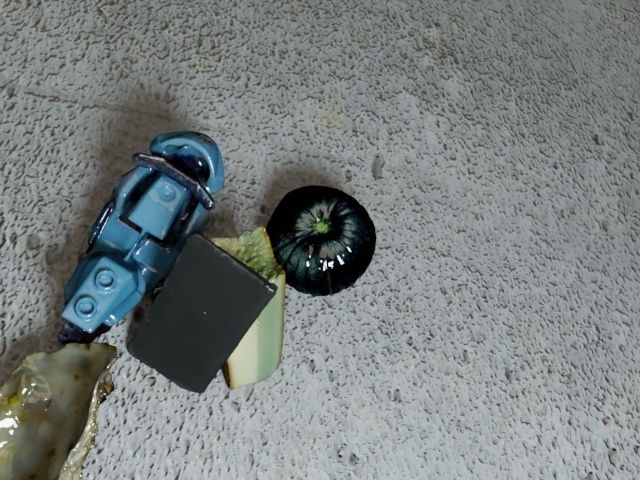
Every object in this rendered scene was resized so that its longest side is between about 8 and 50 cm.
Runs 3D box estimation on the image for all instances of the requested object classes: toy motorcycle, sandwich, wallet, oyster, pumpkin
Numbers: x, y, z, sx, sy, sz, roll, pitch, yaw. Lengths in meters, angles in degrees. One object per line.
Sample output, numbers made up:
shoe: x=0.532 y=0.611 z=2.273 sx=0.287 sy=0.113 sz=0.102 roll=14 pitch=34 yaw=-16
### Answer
toy motorcycle: x=-0.275 y=-0.024 z=1.083 sx=0.172 sy=0.232 sz=0.416 roll=35 pitch=61 yaw=-6
sandwich: x=-0.119 y=0.106 z=1.102 sx=0.108 sy=0.186 sz=0.220 roll=-10 pitch=70 yaw=-19
wallet: x=-0.183 y=0.118 z=1.033 sx=0.146 sy=0.285 sz=0.030 roll=34 pitch=36 yaw=-3
oyster: x=-0.408 y=0.314 z=0.951 sx=0.204 sy=0.111 sz=0.397 roll=15 pitch=76 yaw=24
pumpkin: x=0.000 y=0.000 z=1.216 sx=0.201 sy=0.140 sz=0.202 roll=0 pitch=66 yaw=0
